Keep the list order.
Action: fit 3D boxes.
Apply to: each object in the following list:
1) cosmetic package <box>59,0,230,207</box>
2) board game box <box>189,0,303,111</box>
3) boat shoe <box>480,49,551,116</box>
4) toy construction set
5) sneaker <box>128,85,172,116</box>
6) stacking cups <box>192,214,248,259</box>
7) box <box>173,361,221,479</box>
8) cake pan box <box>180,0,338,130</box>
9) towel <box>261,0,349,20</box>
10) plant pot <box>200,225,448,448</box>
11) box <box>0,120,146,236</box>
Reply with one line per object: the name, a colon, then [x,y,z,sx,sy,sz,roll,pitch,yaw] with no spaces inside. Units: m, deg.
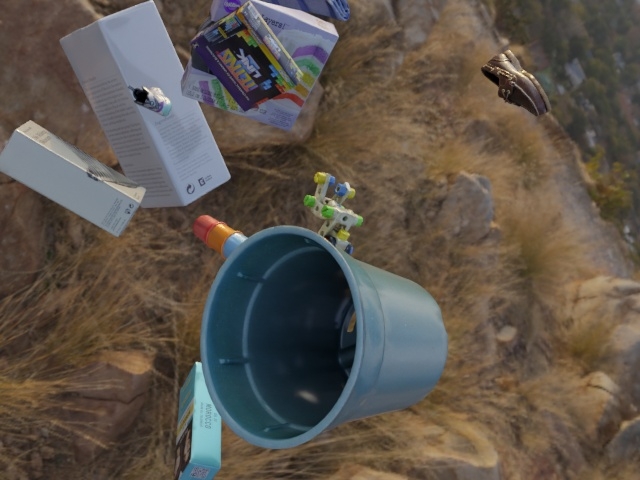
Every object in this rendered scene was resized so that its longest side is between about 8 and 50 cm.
cosmetic package: [-0.423,-0.315,1.654,0.161,0.230,0.454,-37,115,-35]
board game box: [-0.138,-0.341,1.277,0.170,0.141,0.048,50,41,-27]
boat shoe: [0.396,-0.312,1.388,0.073,0.073,0.207,59,8,-41]
toy construction set: [0.000,0.000,1.839,0.151,0.328,0.215,1,36,-27]
sneaker: [-0.300,-0.249,1.161,0.069,0.098,0.038,20,100,-42]
stacking cups: [-0.198,0.021,1.692,0.316,0.096,0.096,31,31,30]
box: [-0.240,0.366,1.335,0.060,0.101,0.244,19,32,-20]
cake pan box: [-0.133,-0.375,1.399,0.266,0.246,0.070,16,33,-26]
towel: [-0.083,-0.401,0.940,0.034,0.209,0.285,-68,159,-5]
plant pot: [0.032,0.169,1.170,0.334,0.341,0.342,13,63,-49]
box: [-0.505,-0.126,1.395,0.275,0.094,0.113,32,14,-18]
